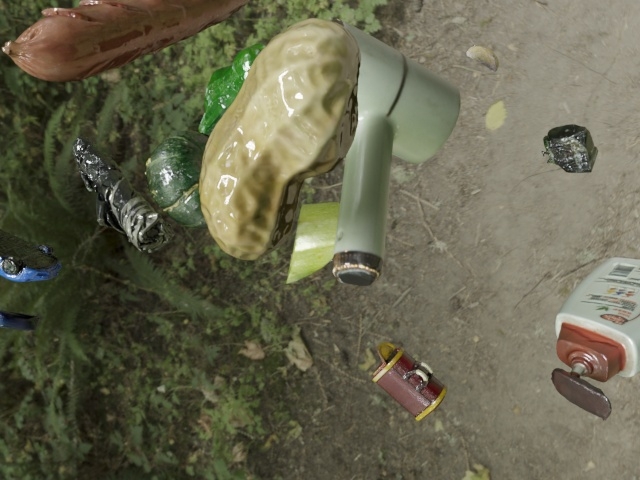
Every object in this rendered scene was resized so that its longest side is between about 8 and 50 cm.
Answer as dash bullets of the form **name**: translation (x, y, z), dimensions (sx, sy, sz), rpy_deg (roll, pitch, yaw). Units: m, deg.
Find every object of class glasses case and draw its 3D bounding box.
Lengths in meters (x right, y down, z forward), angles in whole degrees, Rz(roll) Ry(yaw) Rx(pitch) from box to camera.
- **glasses case**: translation (-0.606, 0.161, 1.063), dimensions (0.023, 0.083, 0.033), rpy_deg (-16, 64, 43)

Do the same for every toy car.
- **toy car**: translation (-0.553, 0.020, 0.908), dimensions (0.216, 0.103, 0.063), rpy_deg (26, 104, 0)

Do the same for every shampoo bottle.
- **shampoo bottle**: translation (0.363, 0.111, 0.646), dimensions (0.153, 0.284, 0.071), rpy_deg (15, 126, 47)

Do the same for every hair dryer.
- **hair dryer**: translation (0.063, -0.093, 0.676), dimensions (0.128, 0.203, 0.361), rpy_deg (-33, 43, 53)

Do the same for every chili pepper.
- **chili pepper**: translation (-0.213, -0.351, 1.360), dimensions (0.385, 0.213, 0.167), rpy_deg (-33, 82, 44)

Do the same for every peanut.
- **peanut**: translation (-0.038, -0.088, 0.488), dimensions (0.110, 0.196, 0.233), rpy_deg (33, 107, -12)

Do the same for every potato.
- **potato**: translation (0.367, -0.408, 1.168), dimensions (0.093, 0.036, 0.037), rpy_deg (49, 147, 38)

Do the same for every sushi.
- **sushi**: translation (0.469, -0.175, 1.014), dimensions (0.085, 0.056, 0.083), rpy_deg (4, 147, 44)

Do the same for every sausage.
- **sausage**: translation (-0.220, -0.293, 0.697), dimensions (0.088, 0.433, 0.087), rpy_deg (17, 130, 22)

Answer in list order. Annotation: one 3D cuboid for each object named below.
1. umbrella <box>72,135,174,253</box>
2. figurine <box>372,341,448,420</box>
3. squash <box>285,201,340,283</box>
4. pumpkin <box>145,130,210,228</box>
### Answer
- **umbrella**: translation (-0.457, -0.104, 1.169), dimensions (0.106, 0.113, 0.358), rpy_deg (-43, 64, -5)
- **figurine**: translation (0.167, 0.253, 1.003), dimensions (0.154, 0.082, 0.098), rpy_deg (42, 146, 7)
- **squash**: translation (0.000, 0.000, 1.488), dimensions (0.155, 0.204, 0.236), rpy_deg (9, 72, -2)
- **pumpkin**: translation (-0.231, -0.113, 0.997), dimensions (0.146, 0.190, 0.190), rpy_deg (-8, 96, 24)
